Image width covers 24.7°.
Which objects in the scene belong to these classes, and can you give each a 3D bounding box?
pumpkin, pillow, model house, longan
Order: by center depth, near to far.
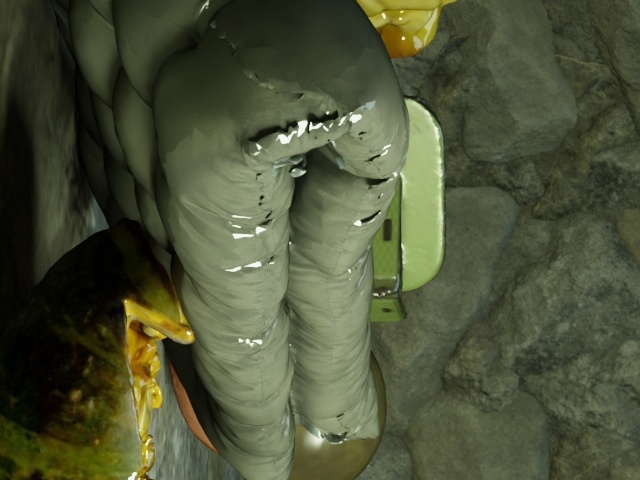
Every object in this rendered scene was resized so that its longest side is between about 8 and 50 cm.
[{"bbox_3d":[-0.077,0.093,0.560,0.183,0.108,0.119,67,-9,-13],"label":"pumpkin"},{"bbox_3d":[-0.047,-0.048,0.621,0.326,0.101,0.228,87,-22,-62],"label":"pillow"},{"bbox_3d":[0.000,0.000,1.294,0.278,0.218,0.204,-74,162,-68],"label":"model house"},{"bbox_3d":[-0.026,0.162,1.423,0.204,0.159,0.185,11,-90,56],"label":"longan"}]

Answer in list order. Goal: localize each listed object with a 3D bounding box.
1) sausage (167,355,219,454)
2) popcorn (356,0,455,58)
[{"bbox_3d":[-0.060,0.032,1.024,0.113,0.114,0.259,-85,175,-64],"label":"sausage"},{"bbox_3d":[0.025,-0.311,1.382,0.265,0.225,0.332,29,-37,40],"label":"popcorn"}]
